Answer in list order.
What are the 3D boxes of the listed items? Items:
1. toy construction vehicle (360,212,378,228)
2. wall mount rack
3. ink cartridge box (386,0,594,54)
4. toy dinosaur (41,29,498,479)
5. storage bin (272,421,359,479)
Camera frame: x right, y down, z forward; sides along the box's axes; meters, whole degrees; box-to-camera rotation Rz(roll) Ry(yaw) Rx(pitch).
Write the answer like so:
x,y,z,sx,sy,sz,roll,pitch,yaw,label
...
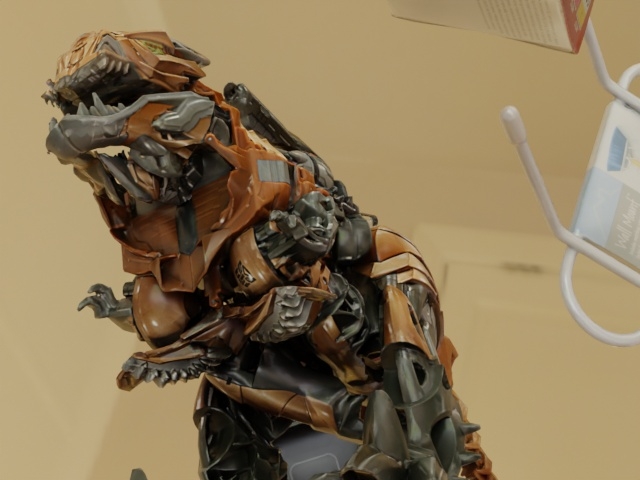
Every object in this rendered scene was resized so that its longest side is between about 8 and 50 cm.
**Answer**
x,y,z,sx,sy,sz,roll,pitch,yaw,label
0.000,0.000,1.165,0.085,0.098,0.035,-11,-78,-29,toy construction vehicle
0.292,-0.089,1.301,0.130,0.304,0.350,-43,19,54,wall mount rack
0.103,-0.286,0.747,0.309,0.130,0.272,36,-111,-72,ink cartridge box
0.004,0.048,0.600,0.164,0.322,0.218,-44,28,40,toy dinosaur
0.002,0.275,1.432,0.084,0.122,0.180,67,-174,-77,storage bin
